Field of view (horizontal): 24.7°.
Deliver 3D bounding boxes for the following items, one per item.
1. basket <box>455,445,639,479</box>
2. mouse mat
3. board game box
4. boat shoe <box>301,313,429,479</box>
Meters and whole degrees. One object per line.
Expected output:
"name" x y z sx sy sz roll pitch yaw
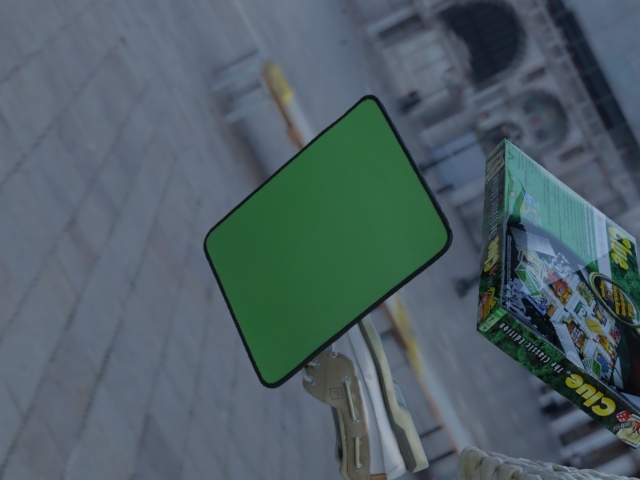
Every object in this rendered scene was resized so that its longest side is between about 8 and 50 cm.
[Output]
"basket" 0.244 0.348 1.076 0.328 0.266 0.331 -171 -86 -69
"mouse mat" 0.000 0.000 1.074 0.007 0.190 0.152 24 33 -51
"board game box" 0.170 0.027 1.017 0.136 0.030 0.259 35 27 -10
"boat shoe" 0.027 0.145 1.657 0.113 0.103 0.302 -105 174 -75
